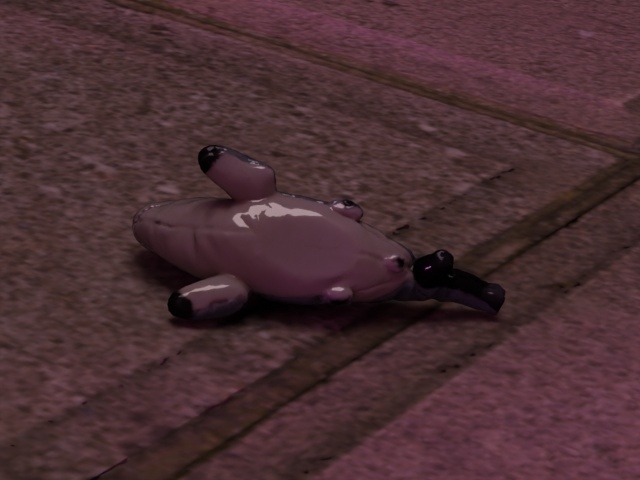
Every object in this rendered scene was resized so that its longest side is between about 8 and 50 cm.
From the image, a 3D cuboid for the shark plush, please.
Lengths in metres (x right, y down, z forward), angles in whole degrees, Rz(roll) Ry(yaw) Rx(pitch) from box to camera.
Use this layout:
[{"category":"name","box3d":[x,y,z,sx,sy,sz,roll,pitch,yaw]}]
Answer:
[{"category":"shark plush","box3d":[0.000,0.000,0.847,0.161,0.073,0.067,0,-7,-7]}]
